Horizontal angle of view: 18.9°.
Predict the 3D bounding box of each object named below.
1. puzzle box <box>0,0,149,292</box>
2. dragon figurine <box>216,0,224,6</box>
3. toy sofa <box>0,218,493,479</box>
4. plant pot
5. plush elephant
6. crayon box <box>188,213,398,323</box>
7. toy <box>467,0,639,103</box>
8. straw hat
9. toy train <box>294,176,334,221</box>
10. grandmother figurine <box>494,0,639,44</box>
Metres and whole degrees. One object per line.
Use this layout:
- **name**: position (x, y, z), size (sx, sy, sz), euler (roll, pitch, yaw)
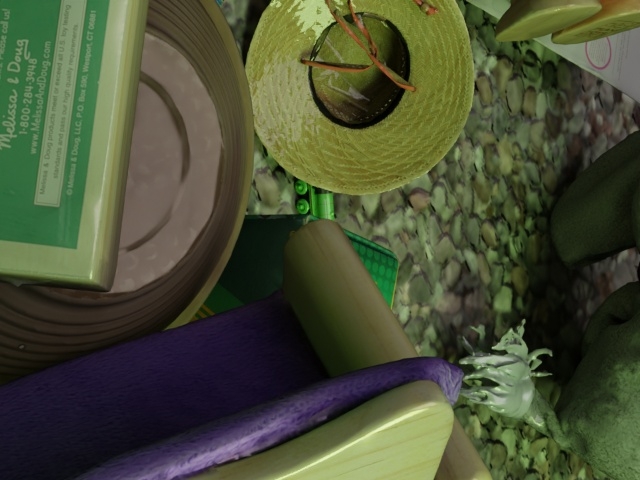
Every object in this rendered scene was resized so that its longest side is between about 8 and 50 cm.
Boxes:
- **puzzle box**: position (-0.193, -0.192, 0.751), size (0.052, 0.272, 0.409), euler (73, 23, -82)
- **dragon figurine**: position (-0.133, -0.105, 0.940), size (0.144, 0.085, 0.289), euler (38, 66, -42)
- **toy sofa**: position (-0.128, 0.106, 0.737), size (0.362, 0.150, 0.177), euler (-17, 140, -17)
- **plant pot**: position (-0.116, -0.039, 0.832), size (0.237, 0.110, 0.237), euler (-4, 96, -33)
- **plush elephant**: position (0.269, 0.047, 1.285), size (0.330, 0.272, 0.255), euler (27, 94, -22)
- **crayon box**: position (-0.067, 0.130, 0.960), size (0.081, 0.165, 0.278), euler (22, 73, -48)
- **toy**: position (0.145, -0.189, 1.299), size (0.237, 0.056, 0.137), euler (26, 67, -41)
- **straw hat**: position (0.023, -0.103, 1.145), size (0.061, 0.144, 0.144), euler (-108, -172, -78)
- **toy train**: position (0.000, 0.000, 1.151), size (0.017, 0.024, 0.083), euler (-11, 98, -50)
- **grandmother figurine**: position (0.137, -0.299, 1.214), size (0.208, 0.104, 0.342), euler (-2, 79, -55)
